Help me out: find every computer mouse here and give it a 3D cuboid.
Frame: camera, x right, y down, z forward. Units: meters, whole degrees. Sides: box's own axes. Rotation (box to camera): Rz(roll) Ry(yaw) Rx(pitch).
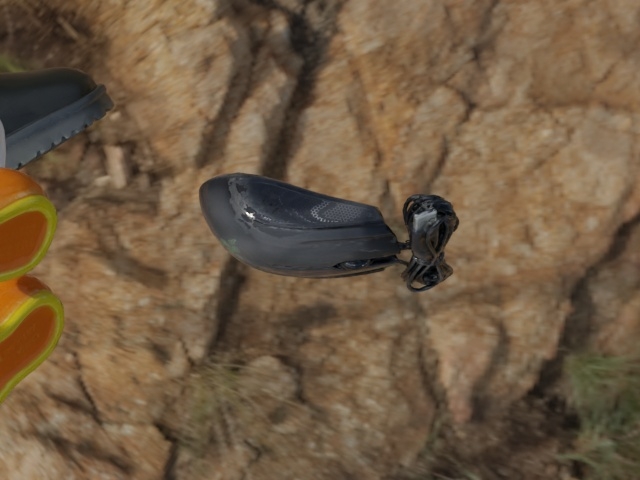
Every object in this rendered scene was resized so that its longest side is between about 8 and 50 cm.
[{"bbox_3d":[0.000,0.000,1.485,0.272,0.188,0.072,12,66,8],"label":"computer mouse"}]

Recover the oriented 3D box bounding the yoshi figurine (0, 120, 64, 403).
[{"bbox_3d":[-0.328,-0.036,0.830,0.362,0.203,0.203,33,93,24],"label":"yoshi figurine"}]

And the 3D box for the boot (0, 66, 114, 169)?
[{"bbox_3d":[-0.441,-0.238,1.383,0.367,0.146,0.445,-35,99,-37],"label":"boot"}]
